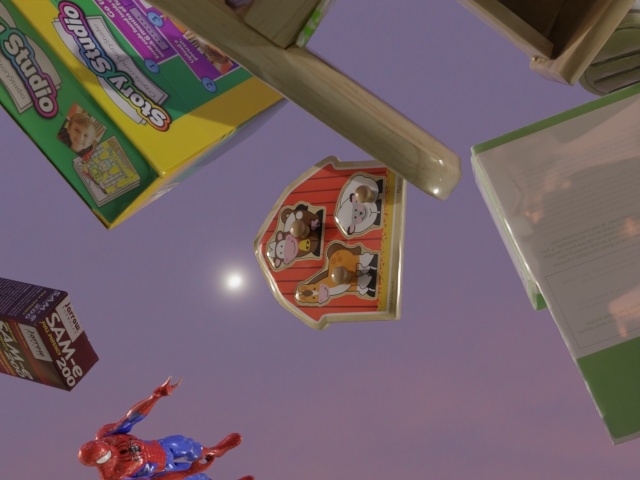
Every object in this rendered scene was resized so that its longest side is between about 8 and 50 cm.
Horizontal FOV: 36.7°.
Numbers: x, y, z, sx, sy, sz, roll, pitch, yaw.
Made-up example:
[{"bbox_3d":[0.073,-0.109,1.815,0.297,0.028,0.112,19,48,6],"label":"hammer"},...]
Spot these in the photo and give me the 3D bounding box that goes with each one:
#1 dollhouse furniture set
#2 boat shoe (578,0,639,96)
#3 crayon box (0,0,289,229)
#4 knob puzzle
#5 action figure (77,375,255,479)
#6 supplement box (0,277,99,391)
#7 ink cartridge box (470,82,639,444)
[{"bbox_3d":[0.124,-0.205,0.481,0.256,0.394,0.362,33,-81,-12],"label":"dollhouse furniture set"},{"bbox_3d":[0.332,-0.204,0.982,0.113,0.103,0.302,-13,-14,33],"label":"boat shoe"},{"bbox_3d":[-0.226,-0.230,1.007,0.363,0.313,0.106,50,-55,-3],"label":"crayon box"},{"bbox_3d":[0.000,0.000,1.039,0.213,0.213,0.030,-29,-26,28],"label":"knob puzzle"},{"bbox_3d":[-0.150,0.235,1.103,0.139,0.091,0.280,-34,-28,21],"label":"action figure"},{"bbox_3d":[-0.436,0.120,1.336,0.239,0.073,0.130,8,-48,29],"label":"supplement box"},{"bbox_3d":[0.219,0.007,0.634,0.171,0.235,0.056,-20,-31,3],"label":"ink cartridge box"}]
